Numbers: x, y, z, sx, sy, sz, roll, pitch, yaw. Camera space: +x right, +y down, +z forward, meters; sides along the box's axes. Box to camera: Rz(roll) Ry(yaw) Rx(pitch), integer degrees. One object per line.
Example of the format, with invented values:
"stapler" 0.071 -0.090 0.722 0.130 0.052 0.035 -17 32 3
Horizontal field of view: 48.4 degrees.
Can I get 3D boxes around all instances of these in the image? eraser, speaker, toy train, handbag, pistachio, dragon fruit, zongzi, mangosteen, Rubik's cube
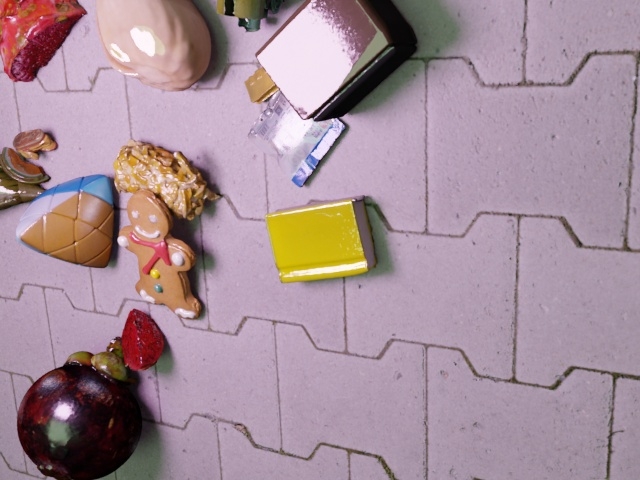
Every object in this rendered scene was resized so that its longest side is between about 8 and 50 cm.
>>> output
"eraser" 0.000 0.000 1.482 0.226 0.069 0.158 -8 101 29
"speaker" 0.032 -0.358 1.318 0.231 0.153 0.193 -38 85 30
"toy train" -0.142 -0.547 1.333 0.126 0.189 0.308 16 112 20
"handbag" -0.118 -0.326 1.467 0.083 0.027 0.061 -31 72 33
"pistachio" -0.357 -0.452 1.481 0.318 0.213 0.193 61 161 8
"dragon fruit" -0.708 -0.513 1.666 0.262 0.134 0.212 -41 81 29
"zongzi" -0.852 -0.200 1.844 0.274 0.125 0.251 -13 95 13
"mangosteen" -0.590 0.431 1.813 0.306 0.360 0.306 16 144 12
"dragon fruit" -0.445 0.261 1.779 0.106 0.083 0.162 -42 57 39
"Rubik's cube" -0.650 -0.048 1.719 0.254 0.254 0.255 7 107 25

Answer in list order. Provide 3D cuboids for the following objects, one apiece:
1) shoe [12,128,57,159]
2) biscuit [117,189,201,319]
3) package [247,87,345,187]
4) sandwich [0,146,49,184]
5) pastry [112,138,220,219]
"shoe" -0.716 -0.237 1.782 0.109 0.069 0.072 -29 53 19
"biscuit" -0.382 0.037 1.641 0.215 0.047 0.340 19 132 20
"package" -0.055 -0.224 1.473 0.173 0.027 0.171 44 115 10
"sandwich" -0.755 -0.181 1.805 0.135 0.067 0.029 28 148 -6
"pastry" -0.350 -0.142 1.603 0.249 0.102 0.154 21 105 22
